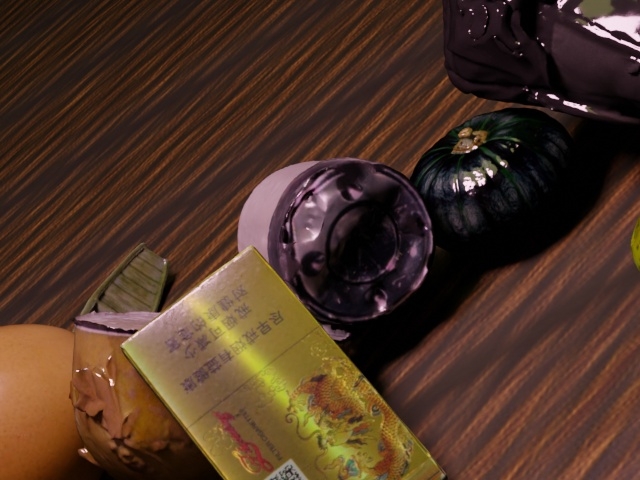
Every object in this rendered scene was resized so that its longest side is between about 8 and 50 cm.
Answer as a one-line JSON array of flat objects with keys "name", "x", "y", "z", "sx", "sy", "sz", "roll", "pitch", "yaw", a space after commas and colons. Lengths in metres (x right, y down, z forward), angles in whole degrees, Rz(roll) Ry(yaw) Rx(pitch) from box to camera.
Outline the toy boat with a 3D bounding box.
[{"name": "toy boat", "x": -0.265, "y": 0.111, "z": 2.384, "sx": 0.055, "sy": 0.093, "sz": 0.293, "roll": -47, "pitch": 12, "yaw": 35}]

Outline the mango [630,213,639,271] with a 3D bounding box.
[{"name": "mango", "x": 0.374, "y": -0.008, "z": 1.840, "sx": 0.119, "sy": 0.100, "sz": 0.178, "roll": 22, "pitch": 41, "yaw": 17}]

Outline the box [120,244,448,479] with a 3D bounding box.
[{"name": "box", "x": -0.038, "y": 0.171, "z": 1.828, "sx": 0.173, "sy": 0.311, "sz": 0.043, "roll": -38, "pitch": -18, "yaw": -9}]

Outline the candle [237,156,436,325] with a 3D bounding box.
[{"name": "candle", "x": 0.000, "y": 0.000, "z": 2.126, "sx": 0.187, "sy": 0.187, "sz": 0.330, "roll": -40, "pitch": 12, "yaw": -12}]

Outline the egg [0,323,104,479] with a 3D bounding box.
[{"name": "egg", "x": -0.373, "y": 0.228, "z": 2.110, "sx": 0.322, "sy": 0.250, "sz": 0.250, "roll": -37, "pitch": 26, "yaw": -3}]

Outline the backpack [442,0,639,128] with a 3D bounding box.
[{"name": "backpack", "x": 0.360, "y": -0.240, "z": 2.017, "sx": 0.363, "sy": 0.255, "sz": 0.445, "roll": -9, "pitch": 21, "yaw": -44}]

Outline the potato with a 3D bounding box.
[{"name": "potato", "x": -0.118, "y": 0.179, "z": 1.996, "sx": 0.299, "sy": 0.196, "sz": 0.246, "roll": 2, "pitch": 5, "yaw": 2}]

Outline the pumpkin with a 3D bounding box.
[{"name": "pumpkin", "x": 0.192, "y": -0.069, "z": 2.102, "sx": 0.202, "sy": 0.140, "sz": 0.202, "roll": -29, "pitch": 23, "yaw": 14}]
